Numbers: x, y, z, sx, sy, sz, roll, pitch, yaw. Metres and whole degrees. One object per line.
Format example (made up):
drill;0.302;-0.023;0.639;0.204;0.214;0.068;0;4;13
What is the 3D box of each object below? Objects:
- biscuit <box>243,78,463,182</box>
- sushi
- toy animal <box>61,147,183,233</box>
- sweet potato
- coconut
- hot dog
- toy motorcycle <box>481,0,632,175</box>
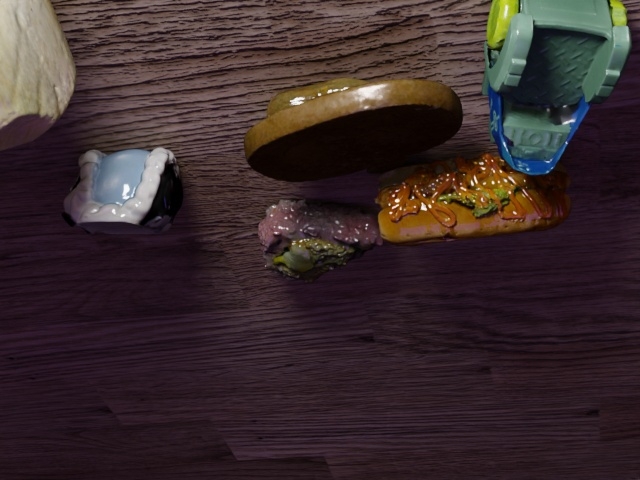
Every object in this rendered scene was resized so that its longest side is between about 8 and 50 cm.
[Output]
biscuit;0.060;-0.178;1.641;0.367;0.063;0.314;-16;165;25
sushi;-0.003;0.011;1.928;0.241;0.107;0.161;4;146;-1
toy animal;-0.353;-0.089;1.777;0.204;0.156;0.208;2;173;6
sweet potato;0.018;-0.231;1.647;0.233;0.062;0.081;-7;160;9
coconut;-0.539;-0.266;1.394;0.345;0.415;0.415;-35;150;-23
hot dog;0.262;-0.082;1.736;0.349;0.158;0.117;-5;145;11
toy motorcycle;0.336;-0.221;1.523;0.191;0.200;0.326;6;141;-4
